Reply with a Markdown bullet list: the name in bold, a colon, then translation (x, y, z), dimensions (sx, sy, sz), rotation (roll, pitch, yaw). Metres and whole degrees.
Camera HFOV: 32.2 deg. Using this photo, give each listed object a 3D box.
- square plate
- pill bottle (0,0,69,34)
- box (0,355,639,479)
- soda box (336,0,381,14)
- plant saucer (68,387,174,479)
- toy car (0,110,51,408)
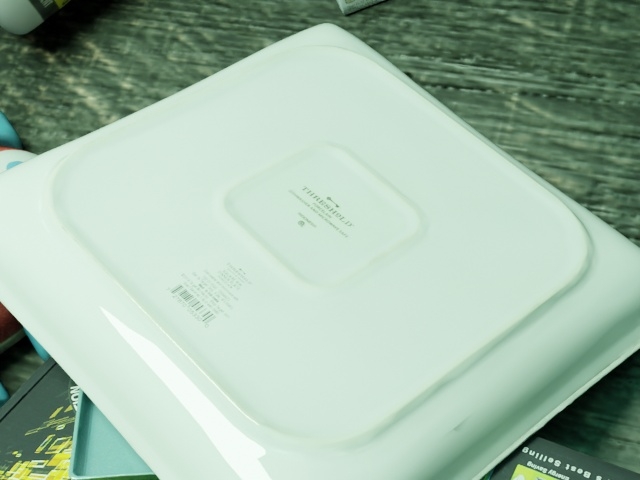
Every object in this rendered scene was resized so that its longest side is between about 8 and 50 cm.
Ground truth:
- **square plate**: translation (0.000, 0.000, 0.679), dimensions (0.344, 0.049, 0.347), rotation (-31, 58, -32)
- **pill bottle**: translation (-0.174, -0.334, 0.875), dimensions (0.334, 0.188, 0.188), rotation (-41, 64, -4)
- **box**: translation (-0.032, 0.205, 0.589), dimensions (0.394, 0.097, 0.318), rotation (19, 46, 21)
- **soda box**: translation (0.101, -0.251, 0.830), dimensions (0.216, 0.074, 0.069), rotation (-20, 64, 6)
- **plant saucer**: translation (-0.107, 0.070, 0.665), dimensions (0.067, 0.018, 0.192), rotation (-4, 38, -3)
- **toy car**: translation (-0.280, -0.007, 0.734), dimensions (0.210, 0.238, 0.219), rotation (-37, 64, -3)
